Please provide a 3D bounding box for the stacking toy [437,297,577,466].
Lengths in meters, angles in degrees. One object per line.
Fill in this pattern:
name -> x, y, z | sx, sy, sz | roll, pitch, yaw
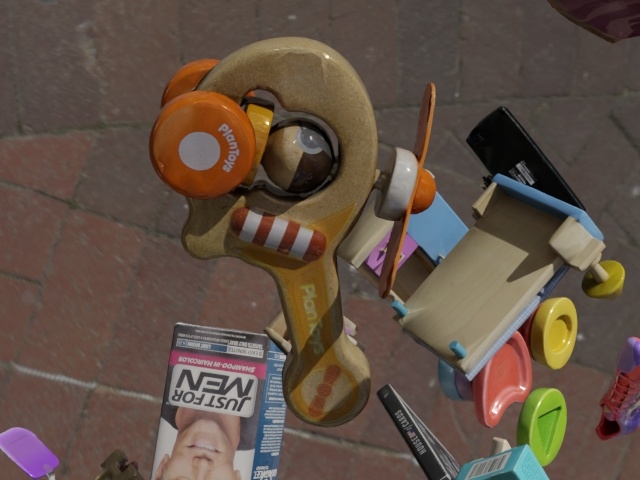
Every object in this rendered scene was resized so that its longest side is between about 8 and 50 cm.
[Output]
stacking toy -> 0.291, 0.240, 1.733 | 0.309, 0.130, 0.280 | -14, 107, -49

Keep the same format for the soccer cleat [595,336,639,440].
soccer cleat -> 0.528, 0.263, 1.831 | 0.095, 0.083, 0.248 | -29, 142, -15

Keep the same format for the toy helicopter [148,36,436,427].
toy helicopter -> 0.000, 0.000, 0.914 | 0.234, 0.140, 0.355 | -10, 112, 0

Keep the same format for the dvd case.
dvd case -> 0.168, 0.316, 1.454 | 0.029, 0.239, 0.179 | -39, 116, 1

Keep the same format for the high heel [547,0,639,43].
high heel -> 0.320, -0.130, 0.628 | 0.377, 0.181, 0.127 | 5, 87, -33

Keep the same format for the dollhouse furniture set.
dollhouse furniture set -> 0.153, 0.097, 1.128 | 0.286, 0.303, 0.198 | -49, 123, -7

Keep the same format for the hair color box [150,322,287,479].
hair color box -> -0.157, 0.311, 1.647 | 0.105, 0.173, 0.348 | 22, 74, -67

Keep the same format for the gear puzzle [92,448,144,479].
gear puzzle -> -0.289, 0.370, 1.064 | 0.339, 0.175, 0.044 | -46, 115, -12

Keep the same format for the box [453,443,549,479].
box -> 0.264, 0.375, 1.290 | 0.244, 0.100, 0.060 | 58, 34, -6

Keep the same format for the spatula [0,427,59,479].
spatula -> -0.404, 0.417, 1.657 | 0.030, 0.084, 0.297 | -33, 88, 20

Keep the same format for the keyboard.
keyboard -> 0.275, -0.086, 1.470 | 0.100, 0.038, 0.192 | -37, 87, 16
